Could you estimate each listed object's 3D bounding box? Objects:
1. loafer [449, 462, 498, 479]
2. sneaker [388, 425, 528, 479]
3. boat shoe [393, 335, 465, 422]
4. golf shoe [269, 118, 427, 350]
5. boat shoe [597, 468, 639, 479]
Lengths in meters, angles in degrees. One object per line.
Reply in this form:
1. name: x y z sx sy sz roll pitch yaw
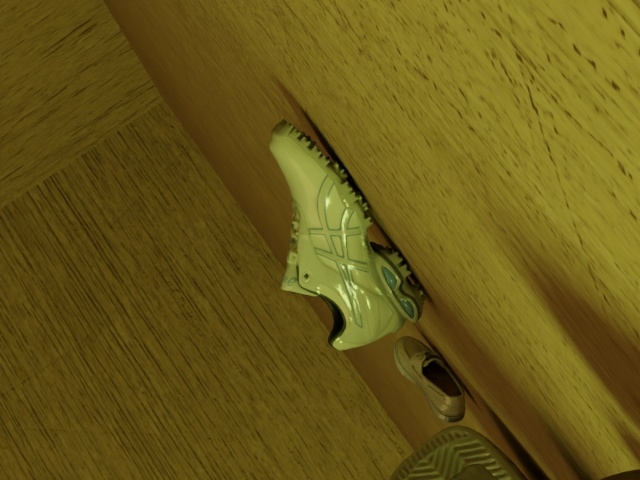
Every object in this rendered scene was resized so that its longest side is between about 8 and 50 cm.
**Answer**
1. loafer: 0.186 0.265 1.148 0.319 0.111 0.112 40 160 0
2. sneaker: 0.175 0.281 1.369 0.148 0.131 0.350 50 -174 -36
3. boat shoe: 0.093 0.109 1.562 0.100 0.035 0.035 -122 28 -43
4. golf shoe: 0.000 0.000 1.340 0.176 0.086 0.069 58 178 -7
5. boat shoe: 0.150 0.163 0.693 0.092 0.103 0.285 62 169 -14
